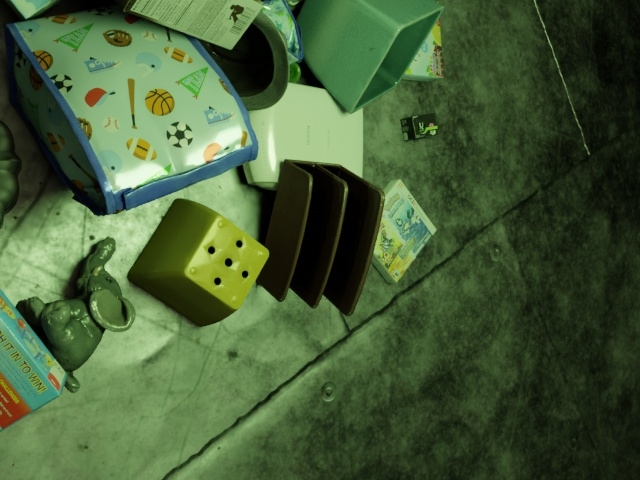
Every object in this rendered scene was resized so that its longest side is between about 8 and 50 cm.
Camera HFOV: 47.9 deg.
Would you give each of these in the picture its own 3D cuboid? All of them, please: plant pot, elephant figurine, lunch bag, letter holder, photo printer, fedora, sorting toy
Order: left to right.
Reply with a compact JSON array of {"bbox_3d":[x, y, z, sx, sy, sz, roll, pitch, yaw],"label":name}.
[{"bbox_3d":[-0.442,0.133,1.392,0.239,0.169,0.185,-31,135,-47],"label":"elephant figurine"},{"bbox_3d":[-0.347,-0.233,1.337,0.328,0.238,0.385,-27,65,-32],"label":"lunch bag"},{"bbox_3d":[-0.234,0.045,1.504,0.212,0.187,0.212,38,68,-26],"label":"plant pot"},{"bbox_3d":[-0.169,-0.411,1.548,0.124,0.276,0.243,-57,146,-49],"label":"fedora"},{"bbox_3d":[-0.113,-0.462,1.637,0.096,0.129,0.151,-39,108,-34],"label":"lunch bag"},{"bbox_3d":[-0.066,-0.431,1.723,0.042,0.061,0.101,-42,124,-65],"label":"sorting toy"},{"bbox_3d":[-0.045,-0.239,1.690,0.308,0.107,0.255,3,86,-34],"label":"photo printer"},{"bbox_3d":[0.000,0.000,1.585,0.152,0.214,0.301,1,112,-34],"label":"letter holder"},{"bbox_3d":[0.087,-0.495,1.688,0.252,0.247,0.248,40,42,10],"label":"plant pot"}]

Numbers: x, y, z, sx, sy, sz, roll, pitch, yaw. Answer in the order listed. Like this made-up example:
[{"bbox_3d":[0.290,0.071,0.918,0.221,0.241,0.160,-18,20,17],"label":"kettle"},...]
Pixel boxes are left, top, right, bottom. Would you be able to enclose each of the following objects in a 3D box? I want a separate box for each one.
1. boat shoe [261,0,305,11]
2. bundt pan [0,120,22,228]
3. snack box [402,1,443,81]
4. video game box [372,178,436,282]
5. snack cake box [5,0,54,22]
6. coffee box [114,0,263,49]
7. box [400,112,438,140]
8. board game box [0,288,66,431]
[{"bbox_3d":[-0.009,-0.627,1.733,0.319,0.099,0.116,-33,106,-31],"label":"boat shoe"},{"bbox_3d":[-0.679,-0.128,1.248,0.331,0.124,0.330,1,89,-34],"label":"bundt pan"},{"bbox_3d":[0.238,-0.534,1.915,0.175,0.070,0.207,-3,89,-35],"label":"snack box"},{"bbox_3d":[0.191,-0.026,1.880,0.187,0.048,0.205,49,63,-20],"label":"video game box"},{"bbox_3d":[-0.587,-0.526,1.295,0.089,0.152,0.264,-41,111,-9],"label":"snack cake box"},{"bbox_3d":[-0.265,-0.471,1.305,0.168,0.119,0.297,50,23,20],"label":"coffee box"},{"bbox_3d":[0.266,-0.305,1.937,0.083,0.052,0.062,-15,97,-32],"label":"box"},{"bbox_3d":[-0.646,0.206,1.203,0.302,0.086,0.308,-31,108,-3],"label":"board game box"}]
